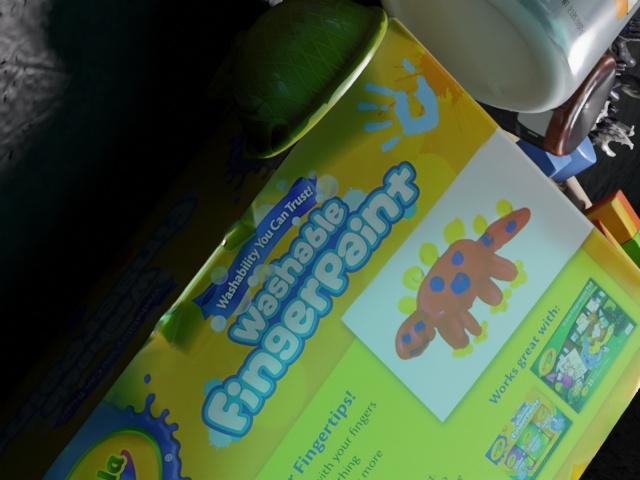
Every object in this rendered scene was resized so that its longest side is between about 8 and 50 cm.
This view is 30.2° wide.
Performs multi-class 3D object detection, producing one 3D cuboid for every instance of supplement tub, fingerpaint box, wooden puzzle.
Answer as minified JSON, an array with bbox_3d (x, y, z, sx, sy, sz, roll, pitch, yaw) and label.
[{"bbox_3d":[0.165,-0.164,1.102,0.106,0.197,0.106,-48,157,-29],"label":"supplement tub"},{"bbox_3d":[0.008,0.118,0.902,0.371,0.163,0.445,41,79,-26],"label":"fingerpaint box"},{"bbox_3d":[0.207,-0.277,0.982,0.316,0.193,0.193,-52,159,-16],"label":"supplement tub"},{"bbox_3d":[0.263,-0.039,1.250,0.080,0.348,0.322,-38,177,24],"label":"wooden puzzle"}]

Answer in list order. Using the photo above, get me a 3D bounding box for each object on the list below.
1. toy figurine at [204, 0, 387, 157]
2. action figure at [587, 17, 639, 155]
[{"bbox_3d":[0.003,-0.259,0.756,0.362,0.191,0.217,-47,127,-2],"label":"toy figurine"},{"bbox_3d":[0.433,-0.204,1.756,0.164,0.141,0.276,-55,156,-14],"label":"action figure"}]
